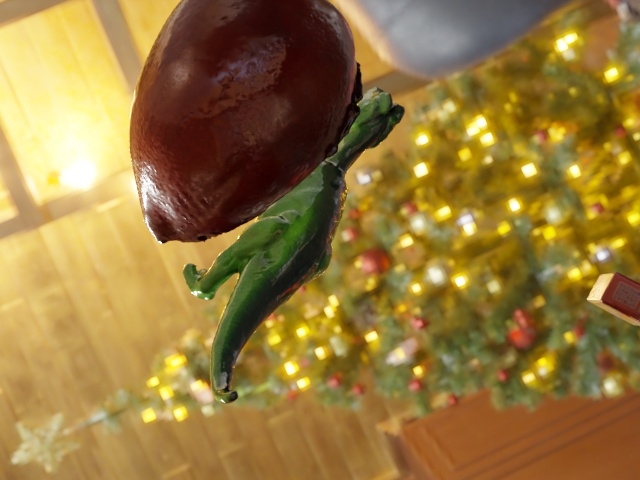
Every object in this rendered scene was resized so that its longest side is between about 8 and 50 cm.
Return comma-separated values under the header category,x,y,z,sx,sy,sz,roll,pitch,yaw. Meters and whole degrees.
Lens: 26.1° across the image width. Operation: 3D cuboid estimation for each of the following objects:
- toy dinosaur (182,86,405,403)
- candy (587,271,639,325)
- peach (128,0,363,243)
category,x,y,z,sx,sy,sz,roll,pitch,yaw
toy dinosaur,0.000,0.000,1.763,0.144,0.374,0.500,43,-171,-20
candy,0.335,0.065,1.516,0.062,0.038,0.122,27,180,5
peach,-0.120,-0.172,1.620,0.258,0.361,0.201,33,174,40
